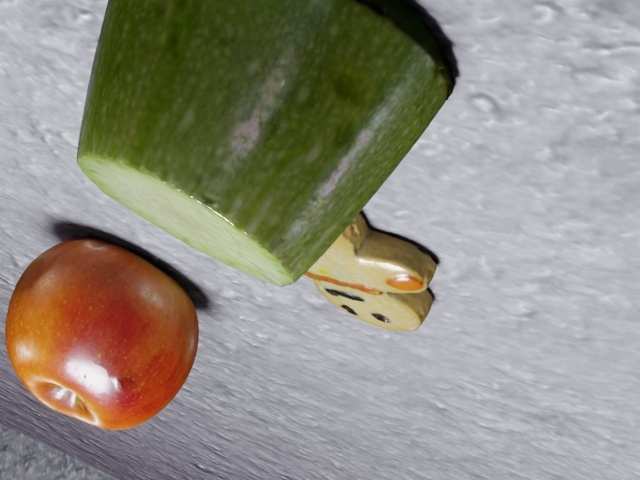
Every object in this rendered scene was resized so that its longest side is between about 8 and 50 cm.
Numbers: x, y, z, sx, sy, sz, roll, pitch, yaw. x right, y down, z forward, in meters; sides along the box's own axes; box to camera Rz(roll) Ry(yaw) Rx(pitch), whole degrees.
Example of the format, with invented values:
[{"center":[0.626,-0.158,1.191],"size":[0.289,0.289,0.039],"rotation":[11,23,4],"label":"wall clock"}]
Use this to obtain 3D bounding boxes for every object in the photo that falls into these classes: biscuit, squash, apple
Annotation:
[{"center":[0.000,0.000,1.007],"size":[0.153,0.030,0.234],"rotation":[17,160,35],"label":"biscuit"},{"center":[-0.037,-0.062,0.735],"size":[0.170,0.123,0.170],"rotation":[27,169,6],"label":"squash"},{"center":[-0.184,0.081,1.325],"size":[0.163,0.139,0.163],"rotation":[26,165,7],"label":"apple"}]
